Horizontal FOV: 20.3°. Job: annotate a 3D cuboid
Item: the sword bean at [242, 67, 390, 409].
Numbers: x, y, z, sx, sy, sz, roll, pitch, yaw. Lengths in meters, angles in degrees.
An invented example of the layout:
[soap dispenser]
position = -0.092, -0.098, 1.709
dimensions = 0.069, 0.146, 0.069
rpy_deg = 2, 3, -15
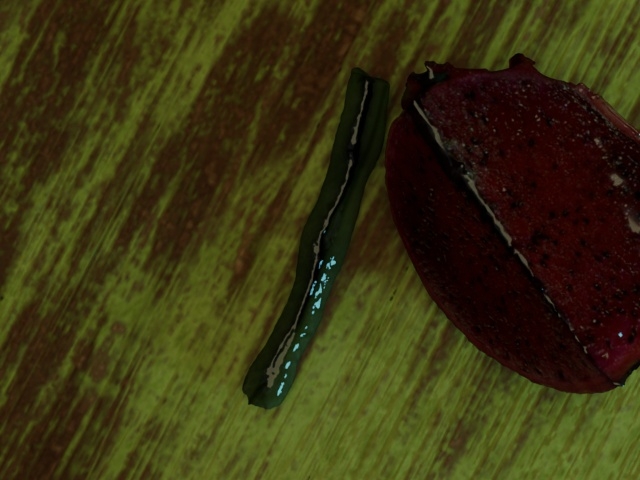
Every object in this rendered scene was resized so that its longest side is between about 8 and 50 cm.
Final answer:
[sword bean]
position = 0.000, 0.001, 1.354
dimensions = 0.043, 0.038, 0.269
rpy_deg = 20, 89, -2

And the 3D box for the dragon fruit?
[dragon fruit]
position = 0.146, -0.016, 1.301
dimensions = 0.189, 0.163, 0.262
rpy_deg = -36, 89, 34
